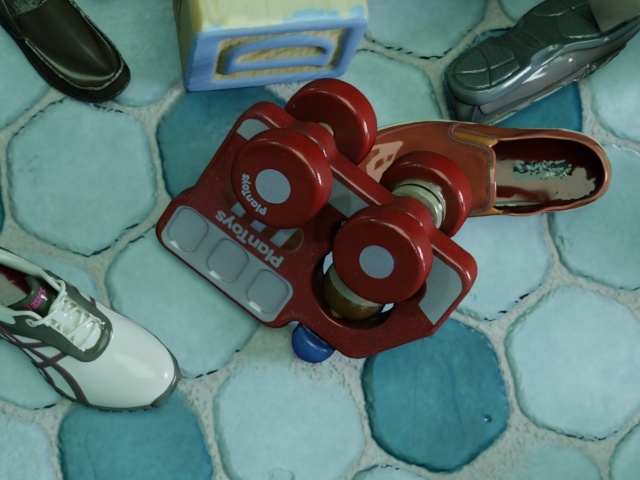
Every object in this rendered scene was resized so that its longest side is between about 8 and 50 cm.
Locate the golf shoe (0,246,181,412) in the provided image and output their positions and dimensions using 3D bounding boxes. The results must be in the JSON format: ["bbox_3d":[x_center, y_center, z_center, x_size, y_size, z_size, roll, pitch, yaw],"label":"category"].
[{"bbox_3d":[-0.270,0.092,1.674,0.272,0.120,0.105,28,73,-3],"label":"golf shoe"}]

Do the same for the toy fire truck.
[{"bbox_3d":[0.000,0.000,1.691,0.302,0.254,0.169,38,36,0],"label":"toy fire truck"}]

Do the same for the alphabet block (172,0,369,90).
[{"bbox_3d":[-0.063,-0.288,1.751,0.192,0.193,0.197,-7,78,-12],"label":"alphabet block"}]

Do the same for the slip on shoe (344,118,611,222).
[{"bbox_3d":[0.160,-0.072,1.771,0.331,0.101,0.123,-2,94,-6],"label":"slip on shoe"}]

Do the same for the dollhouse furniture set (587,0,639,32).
[{"bbox_3d":[0.427,-0.289,1.775,0.212,0.161,0.242,-23,88,-27],"label":"dollhouse furniture set"}]

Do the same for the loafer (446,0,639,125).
[{"bbox_3d":[0.258,-0.209,1.850,0.267,0.084,0.096,-27,51,-17],"label":"loafer"}]

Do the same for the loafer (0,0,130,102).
[{"bbox_3d":[-0.298,-0.235,1.762,0.220,0.078,0.080,40,75,2],"label":"loafer"}]
